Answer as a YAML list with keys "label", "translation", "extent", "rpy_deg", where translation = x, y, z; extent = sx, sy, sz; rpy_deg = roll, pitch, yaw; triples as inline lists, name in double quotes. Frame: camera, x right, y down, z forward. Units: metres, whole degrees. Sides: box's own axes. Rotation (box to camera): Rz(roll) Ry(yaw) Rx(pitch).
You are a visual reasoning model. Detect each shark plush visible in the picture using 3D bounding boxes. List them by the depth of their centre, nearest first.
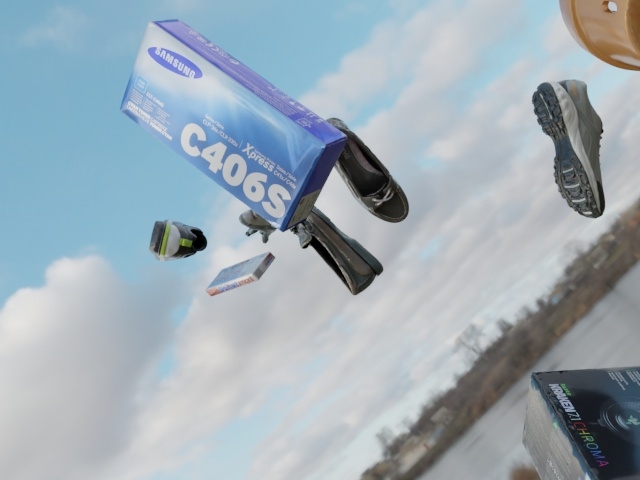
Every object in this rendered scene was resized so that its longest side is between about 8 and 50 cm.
- label: "shark plush"
  translation: [-0.109, -0.033, 1.442]
  extent: [0.067, 0.073, 0.161]
  rpy_deg: [-34, -3, -9]

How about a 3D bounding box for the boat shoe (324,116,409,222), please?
- label: "boat shoe"
  translation: [0.109, -0.162, 2.050]
  extent: [0.112, 0.335, 0.095]
  rpy_deg: [-38, 18, 7]

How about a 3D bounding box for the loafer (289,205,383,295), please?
- label: "loafer"
  translation: [0.000, 0.000, 1.627]
  extent: [0.084, 0.267, 0.096]
  rpy_deg: [-49, -12, -10]

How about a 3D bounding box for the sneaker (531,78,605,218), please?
- label: "sneaker"
  translation: [0.490, -0.174, 1.536]
  extent: [0.108, 0.272, 0.100]
  rpy_deg: [-17, 3, -18]

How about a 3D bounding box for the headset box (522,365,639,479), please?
- label: "headset box"
  translation: [0.446, 0.285, 1.084]
  extent: [0.246, 0.283, 0.131]
  rpy_deg: [-102, 12, -64]

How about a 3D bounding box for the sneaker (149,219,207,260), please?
- label: "sneaker"
  translation: [-0.267, 0.009, 1.585]
  extent: [0.234, 0.097, 0.084]
  rpy_deg: [-144, 65, -86]

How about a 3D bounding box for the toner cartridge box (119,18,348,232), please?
- label: "toner cartridge box"
  translation: [-0.141, -0.181, 1.267]
  extent: [0.075, 0.348, 0.165]
  rpy_deg: [-30, -28, -57]

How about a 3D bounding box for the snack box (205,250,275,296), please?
- label: "snack box"
  translation: [-0.160, 0.067, 1.610]
  extent: [0.178, 0.022, 0.064]
  rpy_deg: [-20, 28, 50]

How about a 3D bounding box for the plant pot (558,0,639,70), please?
- label: "plant pot"
  translation: [0.544, -0.389, 1.284]
  extent: [0.291, 0.291, 0.203]
  rpy_deg: [-51, 18, 22]
